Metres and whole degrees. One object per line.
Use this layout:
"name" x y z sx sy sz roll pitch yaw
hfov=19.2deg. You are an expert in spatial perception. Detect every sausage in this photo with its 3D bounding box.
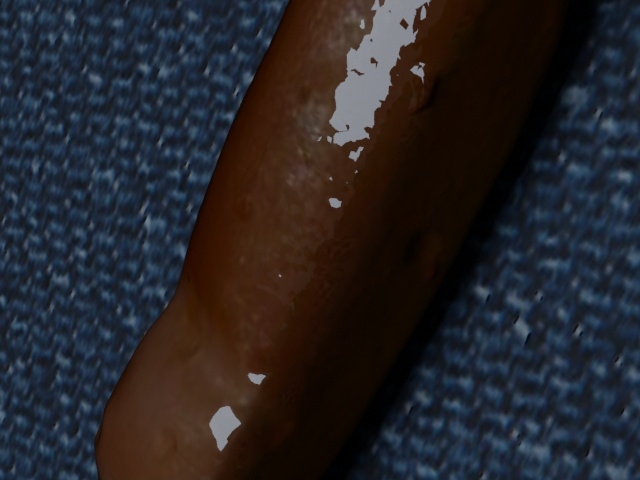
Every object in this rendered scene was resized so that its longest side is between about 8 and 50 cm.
"sausage" 0.000 0.001 0.747 0.097 0.094 0.348 50 122 49
